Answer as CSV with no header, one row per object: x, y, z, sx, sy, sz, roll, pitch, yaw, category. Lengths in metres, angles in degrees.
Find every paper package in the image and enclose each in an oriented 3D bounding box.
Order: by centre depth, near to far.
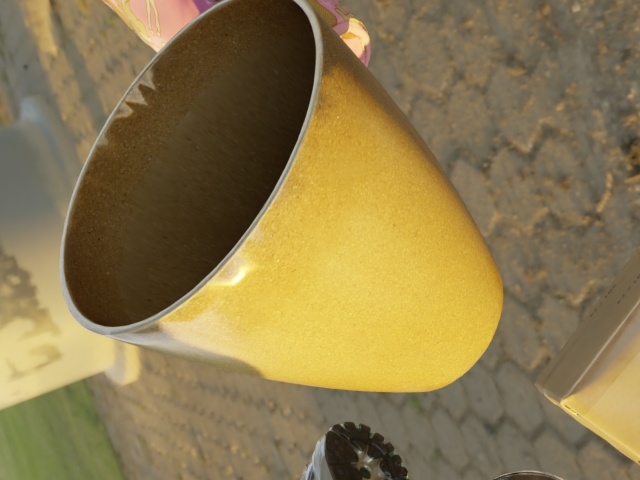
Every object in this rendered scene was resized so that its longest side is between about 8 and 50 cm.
0.454,0.122,1.429,0.168,0.325,0.309,36,-179,6,paper package

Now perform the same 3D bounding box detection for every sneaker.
0.047,0.312,0.980,0.122,0.110,0.283,-55,38,39,sneaker

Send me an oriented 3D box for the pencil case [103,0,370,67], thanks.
-0.127,-0.238,0.977,0.386,0.160,0.167,45,178,18,pencil case

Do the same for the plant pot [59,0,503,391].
0.000,0.000,0.733,0.254,0.237,0.237,32,-175,-36,plant pot

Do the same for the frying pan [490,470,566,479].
0.232,0.366,1.473,0.326,0.197,0.053,38,-164,7,frying pan
